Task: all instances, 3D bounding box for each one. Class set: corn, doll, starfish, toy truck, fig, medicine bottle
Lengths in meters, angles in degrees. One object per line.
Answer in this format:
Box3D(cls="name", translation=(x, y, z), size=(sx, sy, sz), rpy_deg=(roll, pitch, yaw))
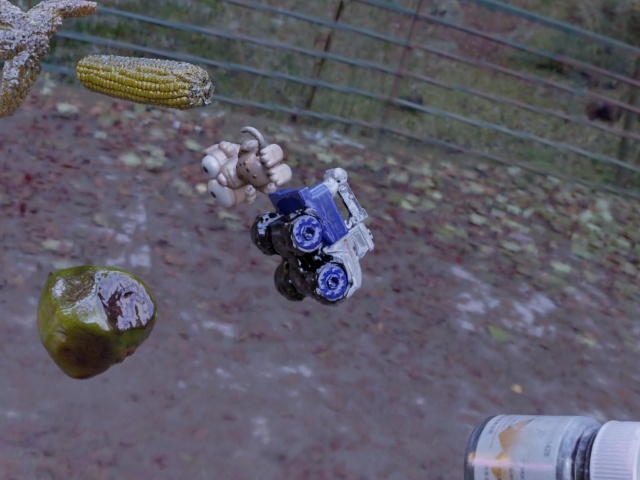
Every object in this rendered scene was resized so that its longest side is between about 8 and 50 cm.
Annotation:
Box3D(cls="corn", translation=(-0.387, -0.352, 2.046), size=(0.318, 0.115, 0.115), rpy_deg=(8, 23, 12))
Box3D(cls="doll", translation=(-0.164, -0.156, 2.002), size=(0.119, 0.154, 0.278), rpy_deg=(-33, 8, -30))
Box3D(cls="starfish", translation=(-0.736, -0.471, 2.147), size=(0.384, 0.398, 0.132), rpy_deg=(24, -14, -32))
Box3D(cls="toy truck", translation=(0.000, 0.000, 1.563), size=(0.177, 0.213, 0.161), rpy_deg=(-34, 17, -26))
Box3D(cls="fig", translation=(-0.308, 0.101, 1.236), size=(0.166, 0.154, 0.144), rpy_deg=(29, 7, 36))
Box3D(cls="medicine bottle", translation=(0.361, 0.337, 1.351), size=(0.273, 0.165, 0.165), rpy_deg=(-10, 3, 42))
